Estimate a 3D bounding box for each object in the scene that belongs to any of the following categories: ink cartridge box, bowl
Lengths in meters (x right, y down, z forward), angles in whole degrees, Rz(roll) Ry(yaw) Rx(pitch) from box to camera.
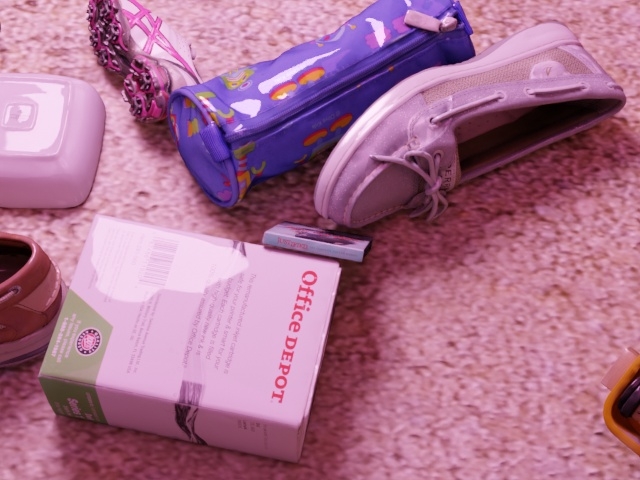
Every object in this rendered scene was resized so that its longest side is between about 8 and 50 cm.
[{"bbox_3d":[-0.104,0.083,1.077,0.219,0.092,0.160,12,60,5],"label":"ink cartridge box"},{"bbox_3d":[-0.282,-0.103,1.211,0.142,0.053,0.142,3,58,2],"label":"bowl"}]

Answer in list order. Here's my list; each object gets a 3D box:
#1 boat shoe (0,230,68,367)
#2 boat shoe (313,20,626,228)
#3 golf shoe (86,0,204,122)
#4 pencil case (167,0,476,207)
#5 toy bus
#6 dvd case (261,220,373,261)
[{"bbox_3d":[-0.376,0.053,1.067,0.324,0.116,0.123,-13,55,-12],"label":"boat shoe"},{"bbox_3d":[0.138,-0.097,1.180,0.320,0.118,0.103,-28,59,-24],"label":"boat shoe"},{"bbox_3d":[-0.170,-0.187,1.264,0.086,0.067,0.186,-8,55,-38],"label":"golf shoe"},{"bbox_3d":[0.009,-0.146,1.197,0.306,0.133,0.119,-29,93,-16],"label":"pencil case"},{"bbox_3d":[0.274,0.128,1.000,0.104,0.202,0.191,39,61,21],"label":"toy bus"},{"bbox_3d":[0.000,0.000,1.124,0.087,0.119,0.013,11,95,6],"label":"dvd case"}]
